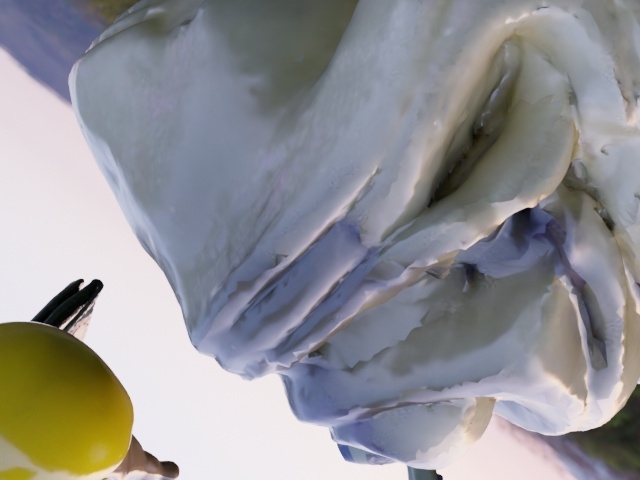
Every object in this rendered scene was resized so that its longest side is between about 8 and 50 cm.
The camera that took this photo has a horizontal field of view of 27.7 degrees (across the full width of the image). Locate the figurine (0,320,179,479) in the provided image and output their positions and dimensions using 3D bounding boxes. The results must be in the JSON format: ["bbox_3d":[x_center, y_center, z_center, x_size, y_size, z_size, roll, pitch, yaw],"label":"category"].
[{"bbox_3d":[-0.243,0.228,1.155,0.215,0.187,0.344,-1,126,21],"label":"figurine"}]

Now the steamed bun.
[{"bbox_3d":[0.064,-0.015,0.623,0.352,0.247,0.339,28,149,-28],"label":"steamed bun"}]

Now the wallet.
[{"bbox_3d":[-0.370,0.213,1.500,0.075,0.342,0.237,29,-145,3],"label":"wallet"}]

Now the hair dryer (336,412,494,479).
[{"bbox_3d":[0.119,0.184,1.037,0.199,0.167,0.067,58,-177,30],"label":"hair dryer"}]
